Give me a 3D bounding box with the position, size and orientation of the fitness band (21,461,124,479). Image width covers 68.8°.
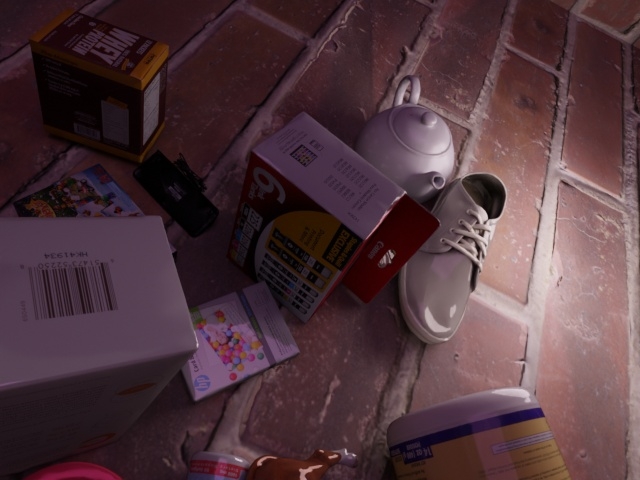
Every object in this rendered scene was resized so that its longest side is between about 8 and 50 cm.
[{"bbox_3d":[-0.346,0.420,0.560,0.208,0.054,0.291,31,54,5],"label":"fitness band"}]

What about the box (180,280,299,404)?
[{"bbox_3d":[-0.149,0.165,0.787,0.186,0.038,0.145,-20,68,-24],"label":"box"}]

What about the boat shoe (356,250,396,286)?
[{"bbox_3d":[0.055,-0.064,0.961,0.096,0.117,0.325,-15,69,-31],"label":"boat shoe"}]

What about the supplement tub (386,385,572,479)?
[{"bbox_3d":[0.247,0.400,0.657,0.240,0.241,0.332,-3,60,-21],"label":"supplement tub"}]

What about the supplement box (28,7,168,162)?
[{"bbox_3d":[-0.405,-0.286,0.880,0.191,0.194,0.129,18,48,-8],"label":"supplement box"}]

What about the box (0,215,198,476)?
[{"bbox_3d":[-0.316,0.136,0.538,0.214,0.345,0.168,-3,58,-40],"label":"box"}]

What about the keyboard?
[{"bbox_3d":[-0.273,-0.097,0.925,0.100,0.038,0.192,-43,80,-10],"label":"keyboard"}]

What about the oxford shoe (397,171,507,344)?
[{"bbox_3d":[0.284,0.008,0.974,0.169,0.130,0.450,39,55,-11],"label":"oxford shoe"}]

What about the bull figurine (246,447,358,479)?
[{"bbox_3d":[-0.001,0.433,0.611,0.188,0.101,0.311,4,56,-38],"label":"bull figurine"}]

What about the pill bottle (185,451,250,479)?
[{"bbox_3d":[-0.150,0.377,0.628,0.087,0.087,0.160,14,56,-10],"label":"pill bottle"}]

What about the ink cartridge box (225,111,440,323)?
[{"bbox_3d":[0.000,0.000,0.779,0.271,0.309,0.130,38,55,7],"label":"ink cartridge box"}]

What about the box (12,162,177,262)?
[{"bbox_3d":[-0.388,-0.013,0.816,0.233,0.044,0.159,45,56,11],"label":"box"}]

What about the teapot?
[{"bbox_3d":[0.205,-0.222,1.064,0.256,0.187,0.252,42,55,11],"label":"teapot"}]
